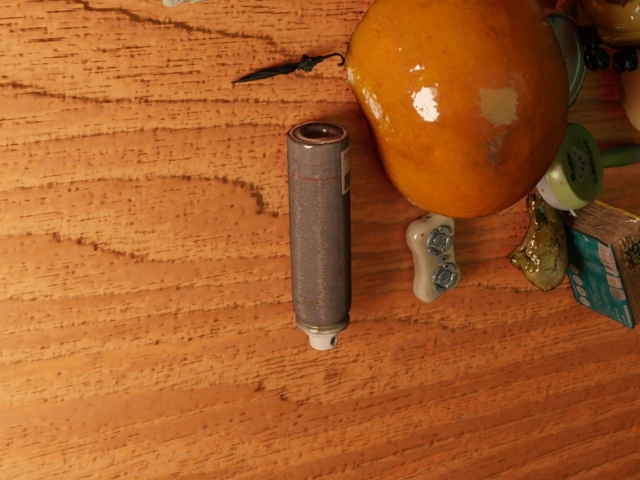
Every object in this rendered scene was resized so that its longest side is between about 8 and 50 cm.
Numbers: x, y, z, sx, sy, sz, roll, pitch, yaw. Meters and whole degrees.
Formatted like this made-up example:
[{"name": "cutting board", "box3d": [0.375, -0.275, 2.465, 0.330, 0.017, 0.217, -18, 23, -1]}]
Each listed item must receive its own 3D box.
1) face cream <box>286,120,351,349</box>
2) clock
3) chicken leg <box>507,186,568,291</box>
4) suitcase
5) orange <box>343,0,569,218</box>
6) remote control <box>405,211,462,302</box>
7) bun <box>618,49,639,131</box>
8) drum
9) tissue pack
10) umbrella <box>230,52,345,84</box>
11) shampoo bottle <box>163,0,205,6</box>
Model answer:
[{"name": "face cream", "box3d": [0.000, 0.000, 1.785, 0.073, 0.073, 0.283, -20, 122, -33]}, {"name": "clock", "box3d": [0.271, -0.223, 1.918, 0.229, 0.063, 0.155, -51, 135, -11]}, {"name": "chicken leg", "box3d": [0.294, -0.017, 2.041, 0.093, 0.070, 0.178, -12, 111, -30]}, {"name": "suitcase", "box3d": [0.410, -0.333, 1.860, 0.143, 0.194, 0.235, -4, 91, -45]}, {"name": "orange", "box3d": [0.169, -0.175, 1.792, 0.274, 0.274, 0.310, -24, 99, -31]}, {"name": "remote control", "box3d": [0.147, 0.020, 1.950, 0.074, 0.032, 0.122, -30, 127, -26]}, {"name": "bun", "box3d": [0.514, -0.249, 2.051, 0.259, 0.160, 0.259, -26, 141, -23]}, {"name": "drum", "box3d": [0.364, -0.125, 2.050, 0.253, 0.049, 0.130, -35, 106, -47]}, {"name": "tissue pack", "box3d": [0.404, 0.027, 2.114, 0.082, 0.120, 0.169, -40, 130, -20]}, {"name": "umbrella", "box3d": [-0.038, -0.194, 1.698, 0.149, 0.022, 0.022, -13, 155, -27]}, {"name": "shampoo bottle", "box3d": [-0.074, -0.294, 1.594, 0.212, 0.049, 0.072, -21, 127, -32]}]
